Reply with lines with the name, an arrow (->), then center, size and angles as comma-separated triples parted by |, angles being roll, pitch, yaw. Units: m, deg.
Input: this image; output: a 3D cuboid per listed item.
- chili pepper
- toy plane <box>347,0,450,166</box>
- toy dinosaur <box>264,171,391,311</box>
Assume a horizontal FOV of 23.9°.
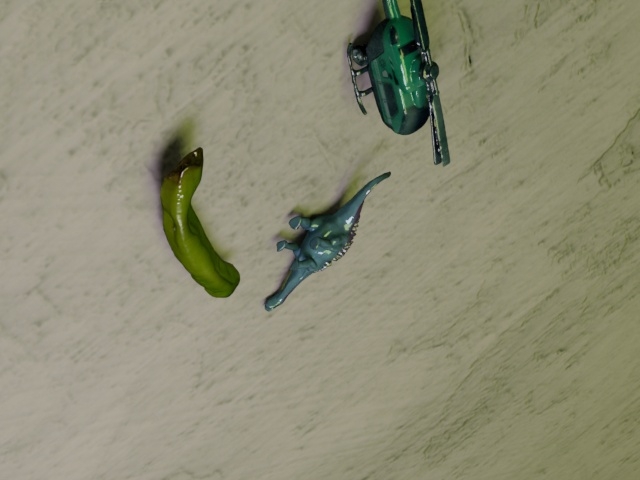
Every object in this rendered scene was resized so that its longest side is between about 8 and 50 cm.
chili pepper -> -0.119, -0.011, 1.418 | 0.201, 0.050, 0.052 | 76, 26, -52
toy plane -> 0.072, -0.182, 1.409 | 0.060, 0.096, 0.235 | -29, 122, -26
toy dinosaur -> 0.000, 0.000, 1.546 | 0.197, 0.045, 0.080 | -49, 156, 16
